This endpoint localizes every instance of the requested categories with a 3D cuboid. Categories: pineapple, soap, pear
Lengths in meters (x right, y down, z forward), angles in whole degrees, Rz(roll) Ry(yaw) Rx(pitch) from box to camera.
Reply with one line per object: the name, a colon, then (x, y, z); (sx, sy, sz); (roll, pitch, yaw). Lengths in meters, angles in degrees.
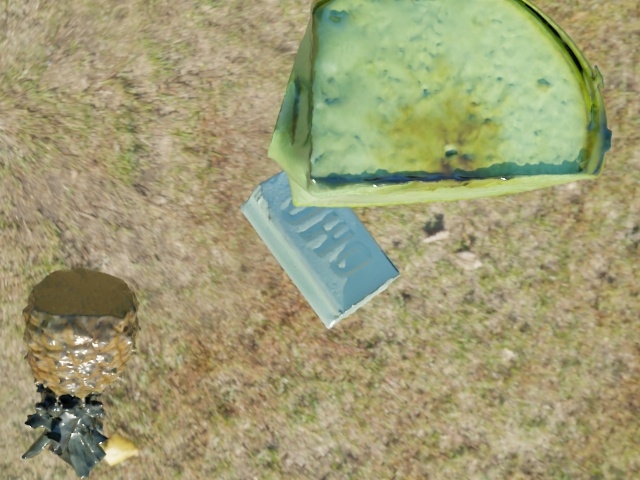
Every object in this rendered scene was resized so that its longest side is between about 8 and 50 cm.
pineapple: (-0.267, 0.153, 0.977); (0.128, 0.128, 0.248); (2, 124, -22)
soap: (0.000, 0.000, 1.153); (0.114, 0.063, 0.198); (-33, 81, -33)
pear: (0.090, -0.123, 0.851); (0.286, 0.282, 0.176); (-2, 86, -5)
